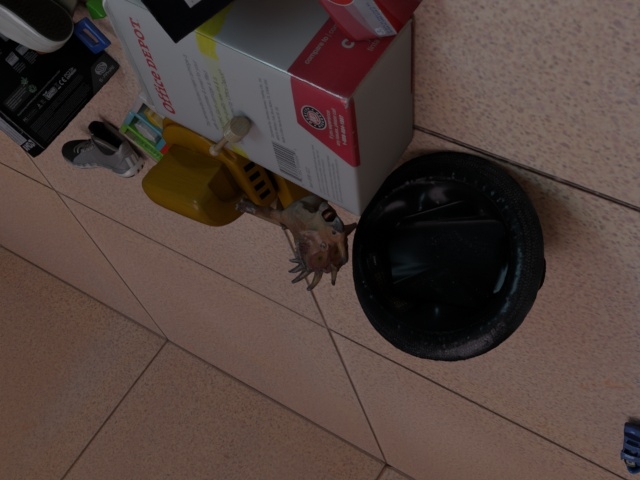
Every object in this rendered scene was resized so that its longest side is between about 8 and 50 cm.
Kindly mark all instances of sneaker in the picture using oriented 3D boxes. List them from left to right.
[{"bbox_3d":[-0.566,-0.420,1.595,0.290,0.106,0.123,43,152,-19],"label":"sneaker"},{"bbox_3d":[-0.509,-0.225,2.111,0.229,0.086,0.132,13,146,26],"label":"sneaker"},{"bbox_3d":[0.593,0.391,1.755,0.053,0.059,0.144,21,154,38],"label":"sneaker"}]

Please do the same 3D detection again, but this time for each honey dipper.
[{"bbox_3d":[-0.134,-0.142,1.324,0.030,0.030,0.161,39,161,-10],"label":"honey dipper"}]

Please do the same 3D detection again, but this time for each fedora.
[{"bbox_3d":[0.209,0.027,1.384,0.334,0.333,0.153,15,-176,43],"label":"fedora"}]

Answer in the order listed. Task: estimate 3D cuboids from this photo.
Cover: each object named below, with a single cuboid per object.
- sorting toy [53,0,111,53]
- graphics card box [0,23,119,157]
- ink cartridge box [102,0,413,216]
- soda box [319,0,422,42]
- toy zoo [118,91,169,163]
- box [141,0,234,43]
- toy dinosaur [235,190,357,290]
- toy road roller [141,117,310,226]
[{"bbox_3d":[-0.485,-0.467,1.598,0.348,0.047,0.196,40,155,-10],"label":"sorting toy"},{"bbox_3d":[-0.583,-0.360,1.710,0.371,0.232,0.094,42,154,-18],"label":"graphics card box"},{"bbox_3d":[-0.074,-0.237,1.295,0.385,0.160,0.279,28,159,19],"label":"ink cartridge box"},{"bbox_3d":[0.008,-0.349,1.043,0.092,0.083,0.263,5,144,53],"label":"soda box"},{"bbox_3d":[-0.301,-0.208,1.882,0.192,0.030,0.293,40,159,-11],"label":"toy zoo"},{"bbox_3d":[-0.157,-0.346,1.088,0.108,0.153,0.207,51,-175,-38],"label":"box"},{"bbox_3d":[0.000,0.000,1.480,0.200,0.127,0.296,52,-172,25],"label":"toy dinosaur"},{"bbox_3d":[-0.155,-0.107,1.581,0.203,0.240,0.329,22,155,32],"label":"toy road roller"}]
